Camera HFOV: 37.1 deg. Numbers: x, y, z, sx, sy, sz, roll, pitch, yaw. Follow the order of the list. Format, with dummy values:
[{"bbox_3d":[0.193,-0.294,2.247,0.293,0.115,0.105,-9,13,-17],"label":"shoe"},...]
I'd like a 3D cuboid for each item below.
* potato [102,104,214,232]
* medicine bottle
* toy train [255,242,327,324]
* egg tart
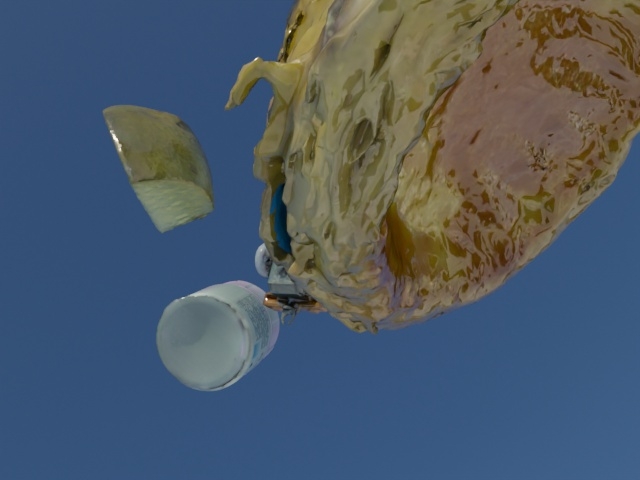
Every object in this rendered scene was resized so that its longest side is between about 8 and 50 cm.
[{"bbox_3d":[-0.161,-0.099,0.937,0.081,0.149,0.120,-25,-19,-8],"label":"potato"},{"bbox_3d":[-0.135,0.125,1.310,0.135,0.168,0.135,1,-83,12],"label":"medicine bottle"},{"bbox_3d":[0.000,0.000,1.101,0.127,0.089,0.219,34,-117,-49],"label":"toy train"},{"bbox_3d":[0.102,-0.113,0.617,0.387,0.169,0.388,-29,-31,-20],"label":"egg tart"}]
